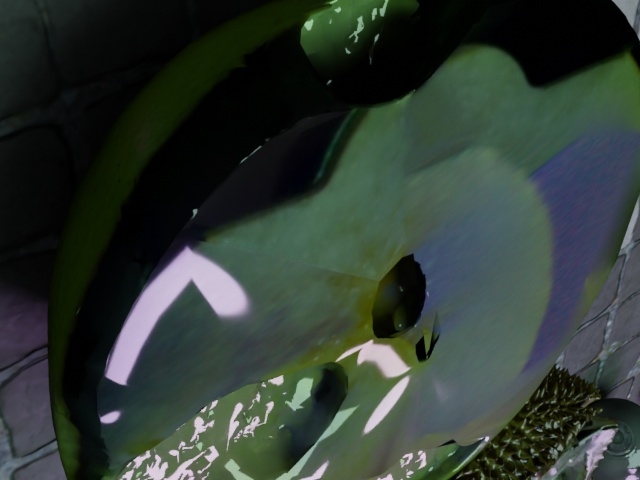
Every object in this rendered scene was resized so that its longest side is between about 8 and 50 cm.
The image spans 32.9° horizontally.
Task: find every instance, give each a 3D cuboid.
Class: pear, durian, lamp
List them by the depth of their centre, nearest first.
[{"bbox_3d":[-0.003,0.001,0.644,0.399,0.165,0.399,-27,138,-27],"label":"pear"},{"bbox_3d":[0.145,0.200,0.996,0.237,0.138,0.193,-18,137,-39],"label":"durian"},{"bbox_3d":[0.342,0.236,1.258,0.105,0.105,0.105,-27,138,-27],"label":"lamp"}]
